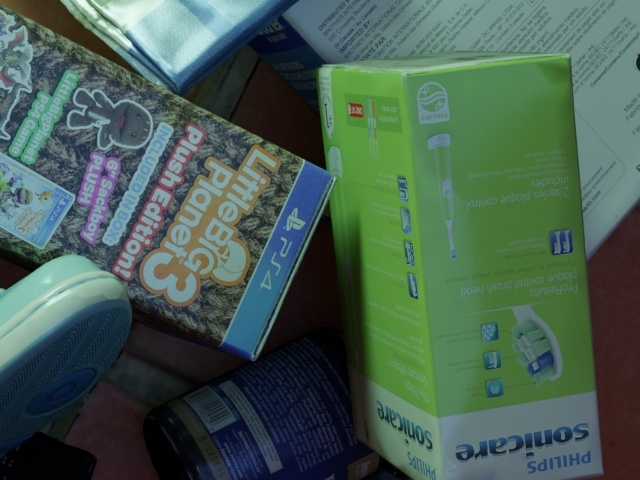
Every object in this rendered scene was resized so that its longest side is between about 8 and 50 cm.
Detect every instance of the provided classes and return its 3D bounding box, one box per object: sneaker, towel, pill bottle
[{"bbox_3d":[-0.270,0.052,1.168,0.127,0.319,0.208,-5,62,-55],"label":"sneaker"},{"bbox_3d":[-0.127,-0.247,1.313,0.209,0.034,0.285,-42,69,-14],"label":"towel"},{"bbox_3d":[-0.016,0.141,1.392,0.219,0.123,0.122,-25,100,-18],"label":"pill bottle"}]

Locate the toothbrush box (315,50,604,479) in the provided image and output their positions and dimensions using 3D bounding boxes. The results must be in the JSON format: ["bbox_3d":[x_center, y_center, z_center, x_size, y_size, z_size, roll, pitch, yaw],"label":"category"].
[{"bbox_3d":[0.091,0.014,1.240,0.122,0.206,0.283,-7,97,-15],"label":"toothbrush box"}]

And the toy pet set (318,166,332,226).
[{"bbox_3d":[0.000,0.000,1.436,0.122,0.065,0.114,15,86,12],"label":"toy pet set"}]

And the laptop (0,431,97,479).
[{"bbox_3d":[-0.332,0.206,1.268,0.136,0.264,0.234,32,79,-55],"label":"laptop"}]

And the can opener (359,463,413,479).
[{"bbox_3d":[0.056,0.225,1.446,0.283,0.076,0.095,-46,105,-13],"label":"can opener"}]

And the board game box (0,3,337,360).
[{"bbox_3d":[-0.176,-0.045,1.271,0.291,0.232,0.141,26,83,-18],"label":"board game box"}]

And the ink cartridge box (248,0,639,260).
[{"bbox_3d":[0.112,-0.183,1.417,0.270,0.151,0.395,-47,107,-13],"label":"ink cartridge box"}]
